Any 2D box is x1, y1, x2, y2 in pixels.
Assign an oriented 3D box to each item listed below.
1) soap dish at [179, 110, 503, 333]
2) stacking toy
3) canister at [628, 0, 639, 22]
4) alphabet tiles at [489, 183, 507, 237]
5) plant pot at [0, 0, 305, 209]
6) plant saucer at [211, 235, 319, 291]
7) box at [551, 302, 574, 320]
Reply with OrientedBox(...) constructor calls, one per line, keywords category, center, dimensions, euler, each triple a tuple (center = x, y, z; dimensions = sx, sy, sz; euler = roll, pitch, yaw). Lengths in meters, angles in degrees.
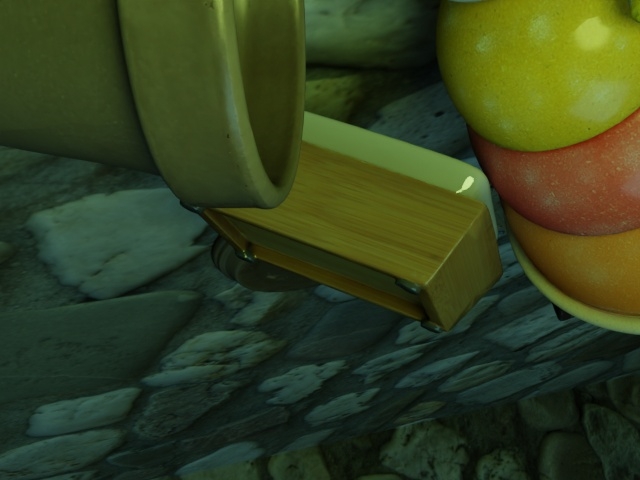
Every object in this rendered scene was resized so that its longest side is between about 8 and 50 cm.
OrientedBox(category="soap dish", center=(0.019, -0.022, 0.987), dimensions=(0.291, 0.118, 0.229), euler=(20, 169, 18))
OrientedBox(category="stacking toy", center=(0.213, -0.151, 0.849), dimensions=(0.351, 0.350, 0.480), euler=(-29, 142, 26))
OrientedBox(category="canister", center=(0.255, -0.232, 0.724), dimensions=(0.126, 0.170, 0.073), euler=(4, 164, -33))
OrientedBox(category="alphabet tiles", center=(0.298, -0.066, 1.462), dimensions=(0.198, 0.009, 0.237), euler=(-23, 158, 14))
OrientedBox(category="plant pot", center=(-0.137, -0.144, 0.616), dimensions=(0.229, 0.263, 0.263), euler=(-3, 161, 8))
OrientedBox(category="plant saucer", center=(0.000, 0.000, 1.339), dimensions=(0.278, 0.041, 0.278), euler=(-15, 158, -6))
OrientedBox(category="box", center=(0.367, -0.014, 1.396), dimensions=(0.167, 0.168, 0.203), euler=(-19, 160, 5))
